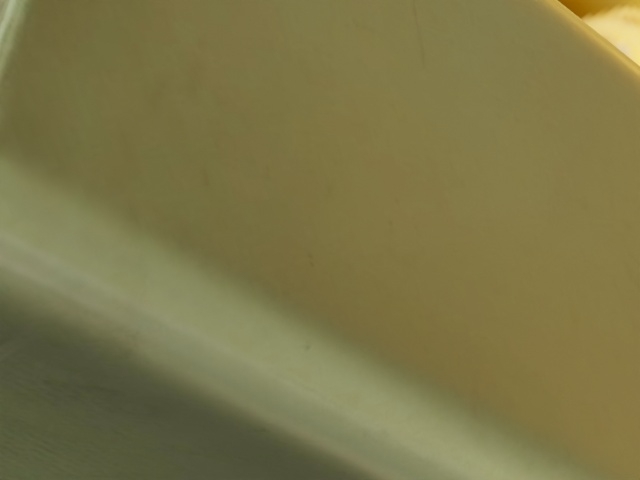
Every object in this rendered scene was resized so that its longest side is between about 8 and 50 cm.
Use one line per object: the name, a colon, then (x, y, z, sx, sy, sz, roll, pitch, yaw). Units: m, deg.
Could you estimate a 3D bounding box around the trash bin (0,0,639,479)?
trash bin: (0.000, 0.000, 0.445, 0.240, 0.122, 0.164, 29, 52, -28)
